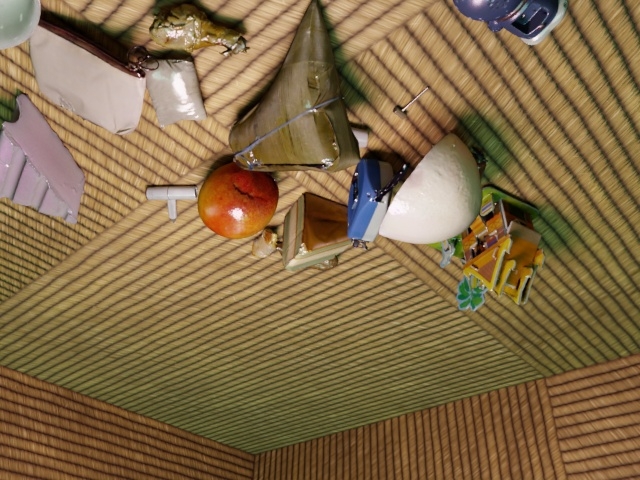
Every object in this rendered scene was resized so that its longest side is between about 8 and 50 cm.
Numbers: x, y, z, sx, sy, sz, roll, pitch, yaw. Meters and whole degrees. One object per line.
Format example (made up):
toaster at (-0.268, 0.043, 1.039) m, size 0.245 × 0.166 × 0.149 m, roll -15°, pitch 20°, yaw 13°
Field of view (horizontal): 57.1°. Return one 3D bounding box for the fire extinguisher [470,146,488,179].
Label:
fire extinguisher at (0.440, -0.194, 1.691) m, size 0.062 × 0.050 × 0.177 m, roll 33°, pitch 149°, yaw 23°

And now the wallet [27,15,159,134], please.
wallet at (-0.557, -0.390, 1.416) m, size 0.335 × 0.068 × 0.275 m, roll 26°, pitch 138°, yaw 0°

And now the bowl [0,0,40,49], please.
bowl at (-0.704, -0.556, 1.175) m, size 0.312 × 0.146 × 0.314 m, roll 0°, pitch 144°, yaw 0°

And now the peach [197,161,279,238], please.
peach at (-0.232, -0.116, 1.676) m, size 0.230 × 0.231 × 0.231 m, roll 1°, pitch 143°, yaw 1°

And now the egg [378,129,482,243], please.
egg at (0.322, -0.107, 1.559) m, size 0.201 × 0.337 × 0.337 m, roll 35°, pitch 144°, yaw 13°

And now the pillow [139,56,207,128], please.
pillow at (-0.364, -0.374, 1.460) m, size 0.134 × 0.078 × 0.182 m, roll -2°, pitch 135°, yaw 7°

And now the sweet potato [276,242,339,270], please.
sweet potato at (-0.051, 0.057, 2.032) m, size 0.232 × 0.062 × 0.081 m, roll 11°, pitch 127°, yaw -7°

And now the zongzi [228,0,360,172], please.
zongzi at (-0.100, -0.355, 1.446) m, size 0.355 × 0.174 × 0.393 m, roll 1°, pitch 113°, yaw 37°

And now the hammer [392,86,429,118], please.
hammer at (0.236, -0.355, 1.509) m, size 0.035 × 0.019 × 0.110 m, roll 27°, pitch 134°, yaw -30°

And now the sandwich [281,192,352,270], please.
sandwich at (0.000, 0.000, 1.813) m, size 0.198 × 0.228 × 0.155 m, roll 20°, pitch 140°, yaw -22°

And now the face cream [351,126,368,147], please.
face cream at (0.036, -0.281, 1.586) m, size 0.182 × 0.051 × 0.072 m, roll 5°, pitch 143°, yaw -3°

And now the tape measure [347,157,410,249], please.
tape measure at (0.151, -0.160, 1.604) m, size 0.097 × 0.216 × 0.351 m, roll 10°, pitch 143°, yaw -11°

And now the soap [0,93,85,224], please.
soap at (-0.748, -0.211, 1.620) m, size 0.257 × 0.159 × 0.302 m, roll 25°, pitch 140°, yaw -22°

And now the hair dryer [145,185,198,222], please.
hair dryer at (-0.449, -0.107, 1.852) m, size 0.154 × 0.044 × 0.183 m, roll 0°, pitch 148°, yaw 4°

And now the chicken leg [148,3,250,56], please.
chicken leg at (-0.270, -0.470, 1.322) m, size 0.227 × 0.088 × 0.103 m, roll 8°, pitch 129°, yaw -3°

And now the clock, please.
clock at (0.383, -0.510, 1.201) m, size 0.243 × 0.147 × 0.199 m, roll 14°, pitch 146°, yaw -28°

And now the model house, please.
model house at (0.496, 0.070, 1.823) m, size 0.242 × 0.313 × 0.357 m, roll 24°, pitch 139°, yaw -23°

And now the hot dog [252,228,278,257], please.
hot dog at (-0.174, 0.005, 1.961) m, size 0.061 × 0.078 × 0.169 m, roll -13°, pitch 166°, yaw -35°
